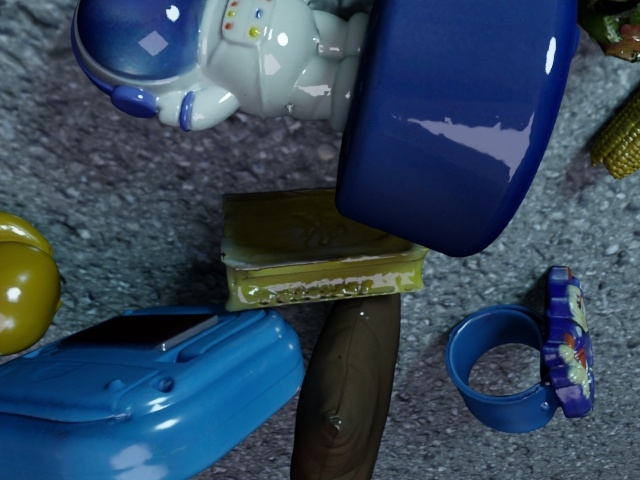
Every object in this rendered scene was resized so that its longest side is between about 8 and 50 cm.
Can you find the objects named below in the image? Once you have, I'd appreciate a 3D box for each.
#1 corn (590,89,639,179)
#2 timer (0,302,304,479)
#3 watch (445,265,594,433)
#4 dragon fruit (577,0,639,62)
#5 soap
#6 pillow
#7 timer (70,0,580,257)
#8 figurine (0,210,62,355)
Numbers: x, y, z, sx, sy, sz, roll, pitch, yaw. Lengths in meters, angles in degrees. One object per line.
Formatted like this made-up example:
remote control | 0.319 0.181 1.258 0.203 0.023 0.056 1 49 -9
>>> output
corn | 0.393 -0.156 0.657 0.068 0.068 0.207 20 123 -24
timer | -0.208 0.157 0.651 0.340 0.309 0.115 -6 99 32
watch | 0.291 0.172 0.855 0.200 0.196 0.171 -11 124 28
dragon fruit | 0.284 -0.242 0.448 0.198 0.269 0.200 45 120 -3
soap | 0.000 0.001 0.678 0.233 0.135 0.076 -6 130 -4
pillow | 0.037 0.200 0.755 0.108 0.308 0.305 12 130 10
timer | -0.020 -0.150 0.500 0.384 0.270 0.270 11 128 -2
figurine | -0.416 0.053 0.625 0.215 0.215 0.228 -39 139 22
